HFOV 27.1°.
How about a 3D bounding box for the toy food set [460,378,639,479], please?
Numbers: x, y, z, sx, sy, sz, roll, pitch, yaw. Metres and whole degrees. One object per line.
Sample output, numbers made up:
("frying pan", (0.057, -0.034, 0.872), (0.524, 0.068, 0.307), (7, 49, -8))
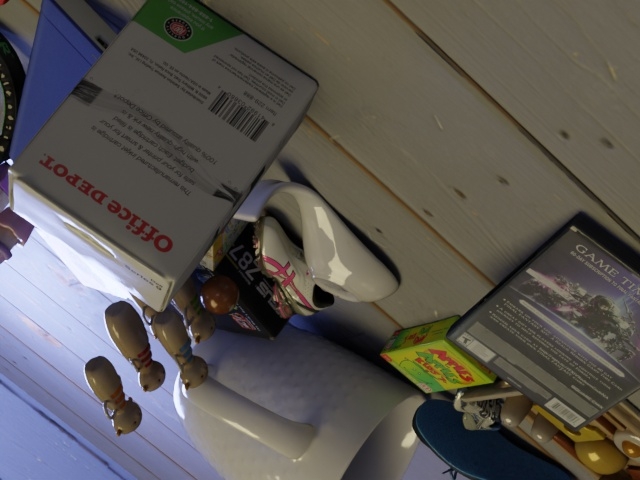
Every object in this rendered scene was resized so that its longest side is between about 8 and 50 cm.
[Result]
("toy food set", (0.350, 0.283, 1.735), (0.306, 0.092, 0.220), (39, 157, -12))

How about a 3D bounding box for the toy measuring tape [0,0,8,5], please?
("toy measuring tape", (-0.418, -0.313, 1.592), (0.121, 0.121, 0.330), (39, 157, -9))

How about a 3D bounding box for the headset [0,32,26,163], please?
("headset", (-0.556, -0.148, 1.884), (0.243, 0.394, 0.185), (35, -160, 1))

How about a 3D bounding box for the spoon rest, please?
("spoon rest", (0.000, 0.000, 1.705), (0.137, 0.084, 0.276), (12, 161, 45))

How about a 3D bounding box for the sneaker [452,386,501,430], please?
("sneaker", (0.227, 0.230, 1.867), (0.058, 0.052, 0.135), (11, 156, 25))

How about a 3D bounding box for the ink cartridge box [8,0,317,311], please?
("ink cartridge box", (-0.172, -0.102, 1.444), (0.211, 0.289, 0.121), (35, 157, 1))

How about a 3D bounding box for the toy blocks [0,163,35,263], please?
("toy blocks", (-0.644, -0.086, 2.145), (0.309, 0.260, 0.288), (13, 149, 41))

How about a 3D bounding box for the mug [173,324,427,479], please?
("mug", (-0.065, 0.260, 1.973), (0.328, 0.276, 0.374), (29, -179, 24))

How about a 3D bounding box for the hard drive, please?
("hard drive", (-0.298, -0.142, 1.681), (0.210, 0.040, 0.319), (46, 142, 13))

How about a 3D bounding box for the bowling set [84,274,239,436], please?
("bowling set", (-0.194, 0.137, 1.833), (0.200, 0.287, 0.154), (-9, 128, 17))

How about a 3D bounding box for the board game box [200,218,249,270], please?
("board game box", (-0.124, -0.035, 1.743), (0.026, 0.103, 0.154), (30, 157, 10))

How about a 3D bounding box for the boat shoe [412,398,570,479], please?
("boat shoe", (0.242, 0.331, 1.959), (0.258, 0.109, 0.089), (36, 160, 2))

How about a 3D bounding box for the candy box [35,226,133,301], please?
("candy box", (-0.355, 0.021, 2.202), (0.196, 0.070, 0.165), (15, 150, 39))

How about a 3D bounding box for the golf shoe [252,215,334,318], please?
("golf shoe", (-0.038, 0.031, 1.826), (0.086, 0.067, 0.186), (-9, 136, 14))

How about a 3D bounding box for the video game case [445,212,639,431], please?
("video game case", (0.284, 0.099, 1.468), (0.196, 0.026, 0.274), (36, 140, -3))

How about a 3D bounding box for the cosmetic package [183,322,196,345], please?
("cosmetic package", (-0.214, 0.155, 2.309), (0.115, 0.041, 0.060), (34, 156, 3))

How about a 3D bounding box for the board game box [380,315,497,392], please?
("board game box", (0.165, 0.158, 1.804), (0.092, 0.043, 0.181), (41, 156, -12))

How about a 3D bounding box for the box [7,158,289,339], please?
("box", (-0.247, -0.028, 1.930), (0.318, 0.097, 0.395), (9, 145, 47))
